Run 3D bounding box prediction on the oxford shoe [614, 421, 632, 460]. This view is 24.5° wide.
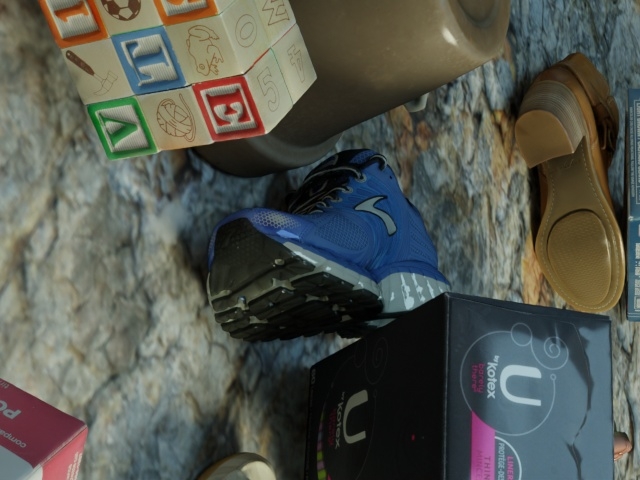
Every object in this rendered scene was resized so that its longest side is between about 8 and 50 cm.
[{"bbox_3d":[0.178,0.149,1.350,0.397,0.140,0.147,135,-65,-85],"label":"oxford shoe"}]

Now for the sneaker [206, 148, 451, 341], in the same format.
[{"bbox_3d":[0.000,0.000,1.209,0.330,0.129,0.147,10,63,-65],"label":"sneaker"}]

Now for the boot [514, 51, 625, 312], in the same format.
[{"bbox_3d":[0.315,-0.077,1.778,0.283,0.109,0.220,64,30,-15],"label":"boot"}]

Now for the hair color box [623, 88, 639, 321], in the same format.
[{"bbox_3d":[0.431,-0.036,1.832,0.347,0.105,0.174,66,25,-64],"label":"hair color box"}]

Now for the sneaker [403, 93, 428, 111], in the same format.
[{"bbox_3d":[0.058,-0.185,1.376,0.185,0.069,0.084,29,54,-53],"label":"sneaker"}]

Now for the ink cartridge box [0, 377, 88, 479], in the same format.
[{"bbox_3d":[-0.222,0.182,0.729,0.218,0.092,0.159,-44,155,-56],"label":"ink cartridge box"}]

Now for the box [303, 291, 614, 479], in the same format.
[{"bbox_3d":[0.098,0.156,1.143,0.143,0.270,0.165,9,70,-20],"label":"box"}]

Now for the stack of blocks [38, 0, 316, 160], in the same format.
[{"bbox_3d":[-0.138,-0.205,0.945,0.087,0.171,0.297,-53,129,-50],"label":"stack of blocks"}]

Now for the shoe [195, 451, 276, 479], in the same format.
[{"bbox_3d":[-0.076,0.230,1.061,0.219,0.058,0.077,-52,127,-51],"label":"shoe"}]

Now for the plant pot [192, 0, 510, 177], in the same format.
[{"bbox_3d":[0.018,-0.190,1.154,0.263,0.229,0.263,18,69,-58],"label":"plant pot"}]
